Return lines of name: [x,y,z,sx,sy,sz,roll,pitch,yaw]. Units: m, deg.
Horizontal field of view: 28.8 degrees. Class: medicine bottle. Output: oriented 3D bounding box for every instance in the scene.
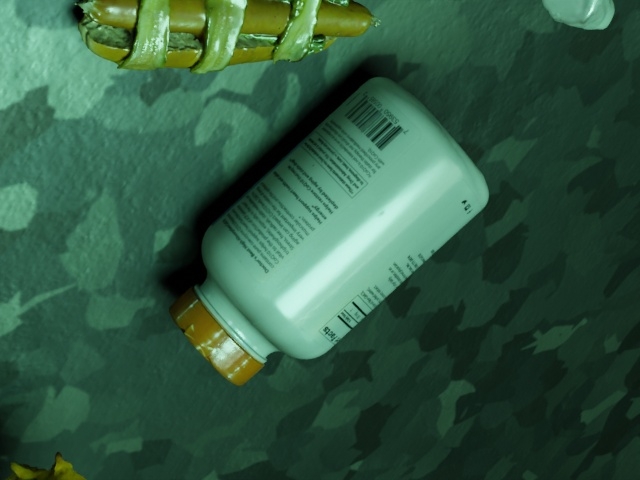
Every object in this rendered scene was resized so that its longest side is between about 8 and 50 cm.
medicine bottle: [0.000,0.000,1.126,0.289,0.157,0.157,-42,141,1]

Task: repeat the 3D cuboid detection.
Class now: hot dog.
hot dog: [-0.068,-0.183,0.972,0.269,0.072,0.109,-5,131,-35]

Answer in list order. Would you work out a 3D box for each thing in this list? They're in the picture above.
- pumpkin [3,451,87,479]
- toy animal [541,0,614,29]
pumpkin: [-0.330,0.285,1.029,0.256,0.303,0.225,-49,157,-37]
toy animal: [0.269,-0.291,1.059,0.265,0.272,0.206,-24,114,-54]
